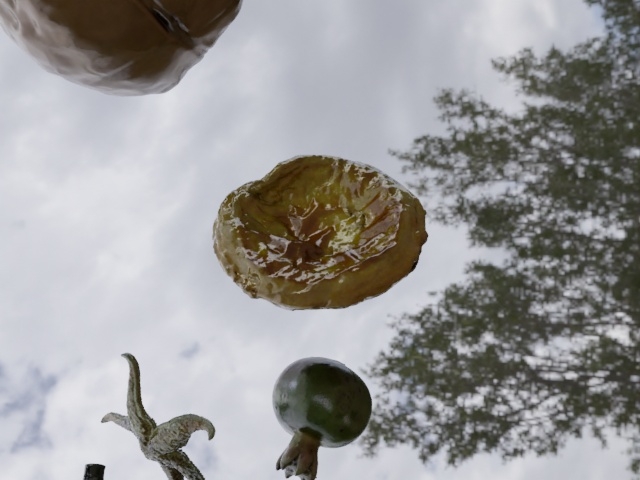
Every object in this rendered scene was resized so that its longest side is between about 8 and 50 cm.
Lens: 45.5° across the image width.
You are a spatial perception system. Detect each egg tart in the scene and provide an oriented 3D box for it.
[{"bbox_3d":[0.000,0.000,0.846,0.105,0.241,0.241,88,-153,-45],"label":"egg tart"}]

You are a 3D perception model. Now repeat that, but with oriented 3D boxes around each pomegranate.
[{"bbox_3d":[-0.006,0.198,0.852,0.114,0.115,0.142,51,-127,-40],"label":"pomegranate"}]

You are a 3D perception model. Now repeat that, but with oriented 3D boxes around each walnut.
[{"bbox_3d":[-0.282,-0.391,1.027,0.397,0.354,0.308,58,-176,21],"label":"walnut"}]

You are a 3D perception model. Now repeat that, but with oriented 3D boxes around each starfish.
[{"bbox_3d":[-0.193,0.232,0.896,0.050,0.217,0.223,-28,-72,-39],"label":"starfish"}]

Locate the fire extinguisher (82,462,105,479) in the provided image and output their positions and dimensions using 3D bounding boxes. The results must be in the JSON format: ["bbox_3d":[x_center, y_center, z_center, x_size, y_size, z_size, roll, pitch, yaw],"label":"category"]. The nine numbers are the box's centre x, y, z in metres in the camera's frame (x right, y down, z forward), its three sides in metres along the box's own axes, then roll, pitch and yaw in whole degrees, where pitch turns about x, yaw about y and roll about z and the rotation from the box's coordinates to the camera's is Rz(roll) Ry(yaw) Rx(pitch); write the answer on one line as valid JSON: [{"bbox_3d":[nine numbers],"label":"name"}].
[{"bbox_3d":[-0.276,0.309,0.909,0.038,0.025,0.083,46,-145,-51],"label":"fire extinguisher"}]
